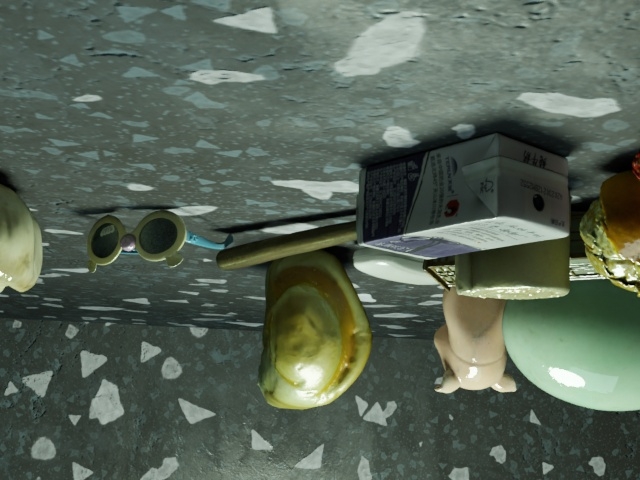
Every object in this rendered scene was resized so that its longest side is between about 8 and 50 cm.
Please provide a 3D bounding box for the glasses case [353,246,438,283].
[{"bbox_3d":[0.159,0.046,1.585,0.233,0.059,0.092,13,163,-40],"label":"glasses case"}]

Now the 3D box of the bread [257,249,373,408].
[{"bbox_3d":[-0.008,0.168,1.661,0.210,0.301,0.341,2,165,-6],"label":"bread"}]

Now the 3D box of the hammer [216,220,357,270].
[{"bbox_3d":[0.000,0.000,1.361,0.439,0.044,0.168,-13,161,41],"label":"hammer"}]

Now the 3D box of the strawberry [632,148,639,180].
[{"bbox_3d":[0.386,-0.067,0.853,0.131,0.131,0.148,6,-151,-18],"label":"strawberry"}]

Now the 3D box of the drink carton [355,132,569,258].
[{"bbox_3d":[0.164,-0.044,1.022,0.134,0.102,0.222,14,164,-39],"label":"drink carton"}]

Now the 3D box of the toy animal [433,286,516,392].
[{"bbox_3d":[0.308,0.174,1.717,0.166,0.250,0.154,2,-175,3],"label":"toy animal"}]

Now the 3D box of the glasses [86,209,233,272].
[{"bbox_3d":[-0.258,-0.014,1.439,0.189,0.088,0.220,-5,-172,25],"label":"glasses"}]

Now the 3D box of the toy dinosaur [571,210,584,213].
[{"bbox_3d":[0.379,-0.026,1.273,0.083,0.021,0.062,14,157,-20],"label":"toy dinosaur"}]

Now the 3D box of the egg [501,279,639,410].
[{"bbox_3d":[0.498,0.151,1.485,0.388,0.276,0.276,1,170,-12],"label":"egg"}]

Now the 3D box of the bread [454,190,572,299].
[{"bbox_3d":[0.252,0.003,1.144,0.148,0.141,0.134,-2,172,30],"label":"bread"}]

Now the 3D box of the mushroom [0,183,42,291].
[{"bbox_3d":[-0.504,0.030,1.195,0.253,0.235,0.260,0,170,32],"label":"mushroom"}]

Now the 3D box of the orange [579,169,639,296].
[{"bbox_3d":[0.384,-0.012,1.024,0.156,0.157,0.134,-5,-156,34],"label":"orange"}]

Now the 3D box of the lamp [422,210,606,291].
[{"bbox_3d":[0.310,0.012,1.254,0.325,0.089,0.090,-5,150,35],"label":"lamp"}]
